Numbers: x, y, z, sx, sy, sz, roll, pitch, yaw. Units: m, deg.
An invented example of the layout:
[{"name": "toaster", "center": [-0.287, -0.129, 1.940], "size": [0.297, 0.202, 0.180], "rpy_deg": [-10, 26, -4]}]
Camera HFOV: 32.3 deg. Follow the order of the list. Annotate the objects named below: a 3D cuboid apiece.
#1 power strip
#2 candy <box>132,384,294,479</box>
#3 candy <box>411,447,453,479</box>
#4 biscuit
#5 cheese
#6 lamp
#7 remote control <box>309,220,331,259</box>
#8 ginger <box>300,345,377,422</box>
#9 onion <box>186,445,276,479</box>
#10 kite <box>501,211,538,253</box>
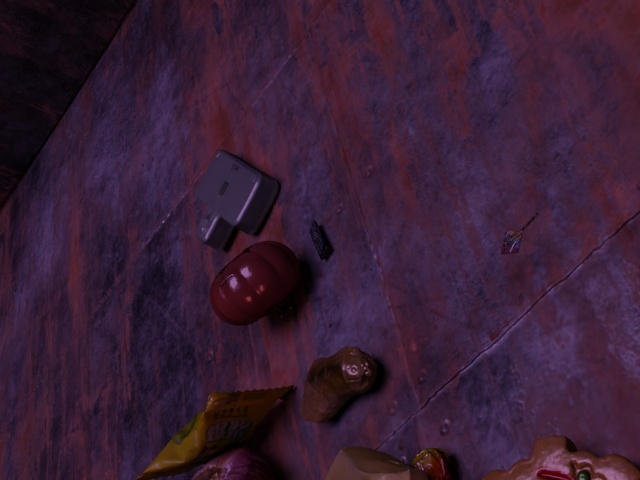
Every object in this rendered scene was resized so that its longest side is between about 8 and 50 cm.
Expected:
[{"name": "power strip", "center": [-0.192, -0.076, 2.323], "size": [0.194, 0.059, 0.265], "rpy_deg": [-62, 31, 4]}, {"name": "candy", "center": [-0.191, 0.346, 1.961], "size": [0.297, 0.187, 0.081], "rpy_deg": [-49, 60, 35]}, {"name": "candy", "center": [0.176, 0.367, 1.491], "size": [0.060, 0.060, 0.201], "rpy_deg": [-51, 44, 28]}, {"name": "biscuit", "center": [0.280, 0.347, 1.289], "size": [0.212, 0.041, 0.239], "rpy_deg": [-15, 63, 31]}, {"name": "cheese", "center": [0.057, 0.442, 1.499], "size": [0.259, 0.128, 0.316], "rpy_deg": [-175, 93, -80]}, {"name": "lamp", "center": [-0.115, 0.085, 2.022], "size": [0.182, 0.140, 0.182], "rpy_deg": [-38, 1, 1]}, {"name": "remote control", "center": [0.000, 0.000, 2.016], "size": [0.091, 0.016, 0.034], "rpy_deg": [-114, 37, -51]}, {"name": "ginger", "center": [0.026, 0.230, 1.781], "size": [0.190, 0.069, 0.095], "rpy_deg": [-39, 37, 42]}, {"name": "onion", "center": [-0.158, 0.463, 1.863], "size": [0.230, 0.163, 0.230], "rpy_deg": [-30, 9, 5]}, {"name": "kite", "center": [0.284, -0.005, 1.581], "size": [0.078, 0.002, 0.044], "rpy_deg": [-36, 44, 44]}]
